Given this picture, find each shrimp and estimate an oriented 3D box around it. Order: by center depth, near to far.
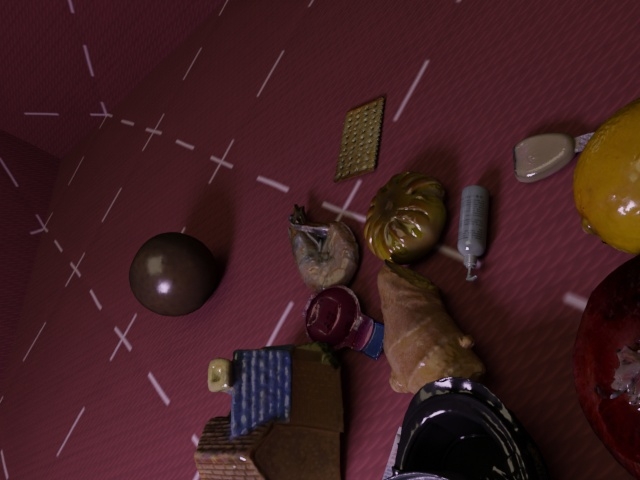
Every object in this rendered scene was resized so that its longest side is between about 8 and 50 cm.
[{"bbox_3d":[0.000,0.000,1.398,0.168,0.077,0.317,-35,49,13],"label":"shrimp"}]

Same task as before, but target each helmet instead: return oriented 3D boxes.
[{"bbox_3d":[0.240,0.356,0.849,0.231,0.160,0.278,-25,54,41],"label":"helmet"}]

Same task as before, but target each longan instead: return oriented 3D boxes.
[{"bbox_3d":[-0.430,0.099,1.641,0.258,0.258,0.258,-25,51,35],"label":"longan"}]

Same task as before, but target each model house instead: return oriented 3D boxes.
[{"bbox_3d":[-0.124,0.355,1.127,0.261,0.266,0.321,-17,64,37],"label":"model house"}]

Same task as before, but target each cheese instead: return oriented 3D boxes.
[{"bbox_3d":[0.453,-0.170,1.047,0.192,0.037,0.097,-16,57,41],"label":"cheese"},{"bbox_3d":[0.050,0.181,1.236,0.244,0.062,0.155,20,85,43],"label":"cheese"}]

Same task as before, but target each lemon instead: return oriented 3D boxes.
[{"bbox_3d":[0.500,-0.100,0.807,0.263,0.236,0.235,-17,55,25],"label":"lemon"}]

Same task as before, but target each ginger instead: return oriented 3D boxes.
[{"bbox_3d":[0.187,0.166,1.060,0.190,0.126,0.354,-46,38,32],"label":"ginger"}]

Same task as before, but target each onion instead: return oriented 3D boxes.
[{"bbox_3d":[0.447,0.153,0.666,0.348,0.286,0.347,-14,73,55],"label":"onion"}]

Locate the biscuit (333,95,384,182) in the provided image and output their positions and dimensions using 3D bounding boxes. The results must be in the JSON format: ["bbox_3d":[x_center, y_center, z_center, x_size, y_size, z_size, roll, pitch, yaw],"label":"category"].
[{"bbox_3d":[0.102,-0.265,1.487,0.139,0.016,0.231,-13,58,41],"label":"biscuit"}]

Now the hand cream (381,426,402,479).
[{"bbox_3d":[0.141,0.453,0.976,0.133,0.083,0.247,6,61,47],"label":"hand cream"}]

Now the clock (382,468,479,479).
[{"bbox_3d":[0.163,0.465,0.733,0.319,0.066,0.318,-14,71,46],"label":"clock"}]

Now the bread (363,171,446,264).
[{"bbox_3d":[0.174,-0.053,1.219,0.213,0.105,0.213,-27,50,37],"label":"bread"}]

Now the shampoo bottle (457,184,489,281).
[{"bbox_3d":[0.295,-0.011,1.100,0.056,0.056,0.195,-10,60,43],"label":"shampoo bottle"}]
